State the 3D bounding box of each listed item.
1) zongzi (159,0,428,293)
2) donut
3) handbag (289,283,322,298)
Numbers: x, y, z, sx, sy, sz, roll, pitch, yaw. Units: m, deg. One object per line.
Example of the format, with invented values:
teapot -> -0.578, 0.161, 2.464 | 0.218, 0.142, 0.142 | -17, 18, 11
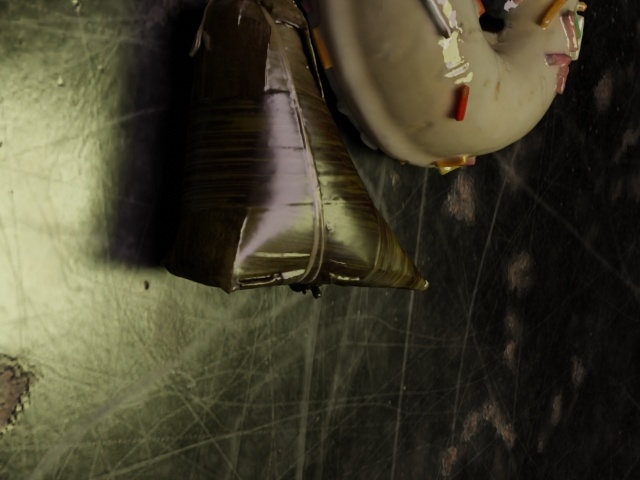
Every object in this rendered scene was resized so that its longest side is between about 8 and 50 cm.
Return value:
zongzi -> 0.000, -0.080, 0.897 | 0.241, 0.111, 0.247 | 4, 91, -38
donut -> 0.139, -0.251, 1.060 | 0.383, 0.143, 0.382 | -11, 104, -52
handbag -> 0.000, 0.000, 0.980 | 0.072, 0.047, 0.111 | 95, 16, -65
